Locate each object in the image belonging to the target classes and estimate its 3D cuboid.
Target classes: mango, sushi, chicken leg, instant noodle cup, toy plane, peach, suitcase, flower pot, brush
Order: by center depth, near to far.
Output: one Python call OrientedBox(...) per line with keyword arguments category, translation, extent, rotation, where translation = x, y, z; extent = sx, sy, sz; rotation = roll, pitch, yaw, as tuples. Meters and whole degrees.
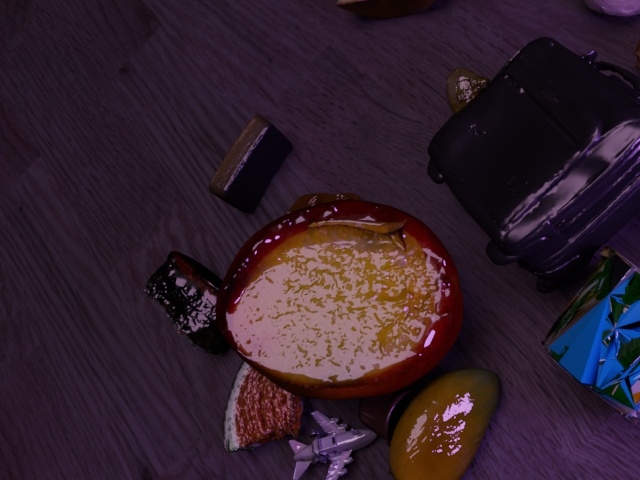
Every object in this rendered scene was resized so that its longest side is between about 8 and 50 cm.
OrientedBox(category="instant noodle cup", translation=(0.457, 0.147, 1.108), extent=(0.178, 0.240, 0.240), rotation=(-52, 55, 11))
OrientedBox(category="suitcase", translation=(0.369, -0.140, 1.215), extent=(0.339, 0.188, 0.345), rotation=(-46, 36, 18))
OrientedBox(category="mango", translation=(0.201, 0.304, 1.236), extent=(0.237, 0.137, 0.091), rotation=(-61, 13, -11))
OrientedBox(category="peach", translation=(0.036, 0.103, 1.290), extent=(0.405, 0.310, 0.335), rotation=(-11, 83, 9))
OrientedBox(category="flower pot", translation=(0.118, 0.302, 1.302), extent=(0.089, 0.111, 0.111), rotation=(10, 75, 46))
OrientedBox(category="toy plane", translation=(0.021, 0.370, 1.346), extent=(0.171, 0.065, 0.162), rotation=(-28, 48, 22))
OrientedBox(category="chicken leg", translation=(0.297, -0.255, 1.449), extent=(0.093, 0.070, 0.178), rotation=(-25, 66, 39))
OrientedBox(category="sushi", translation=(-0.258, 0.129, 1.559), extent=(0.225, 0.136, 0.126), rotation=(38, 93, 28))
OrientedBox(category="brush", translation=(-0.147, -0.162, 1.623), extent=(0.059, 0.123, 0.197), rotation=(30, 87, 30))

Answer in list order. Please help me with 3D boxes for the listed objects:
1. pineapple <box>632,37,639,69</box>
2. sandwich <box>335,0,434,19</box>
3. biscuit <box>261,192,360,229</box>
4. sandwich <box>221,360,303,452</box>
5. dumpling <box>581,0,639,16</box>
OrientedBox(category="pineapple", translation=(0.594, -0.237, 1.258), extent=(0.119, 0.111, 0.237), rotation=(-26, 60, 53))
OrientedBox(category="sandwich", translation=(0.164, -0.546, 1.628), extent=(0.258, 0.096, 0.094), rotation=(-1, 76, 27))
OrientedBox(category="biscuit", translation=(0.000, 0.000, 1.522), extent=(0.290, 0.041, 0.209), rotation=(-8, 67, 25))
OrientedBox(category="sandwich", translation=(-0.095, 0.291, 1.433), extent=(0.159, 0.079, 0.235), rotation=(-3, 70, 26))
OrientedBox(category="dumpling", translation=(0.533, -0.497, 1.341), extent=(0.258, 0.193, 0.147), rotation=(35, 85, 38))
